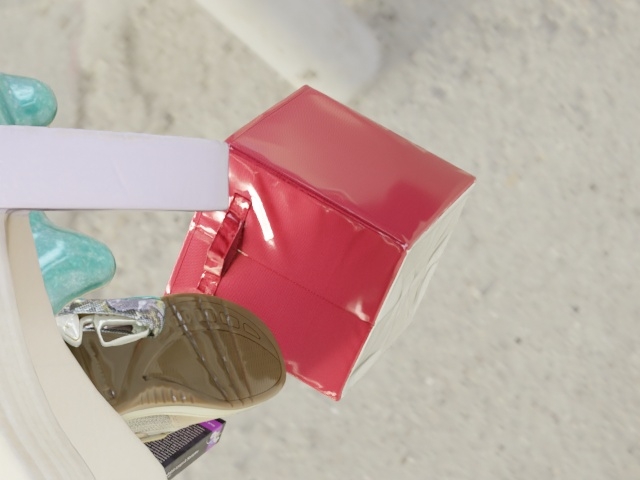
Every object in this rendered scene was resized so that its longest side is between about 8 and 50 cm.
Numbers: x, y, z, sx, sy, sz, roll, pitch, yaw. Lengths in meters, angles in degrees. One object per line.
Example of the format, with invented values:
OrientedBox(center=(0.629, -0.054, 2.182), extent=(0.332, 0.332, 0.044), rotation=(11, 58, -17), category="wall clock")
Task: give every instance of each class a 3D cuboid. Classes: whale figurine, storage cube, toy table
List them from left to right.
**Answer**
OrientedBox(center=(-0.151, 0.040, 0.655), extent=(0.252, 0.274, 0.160), rotation=(1, 90, 56), category="toy table")
OrientedBox(center=(-0.264, -0.050, 1.258), extent=(0.216, 0.141, 0.272), rotation=(-40, 74, -23), category="whale figurine")
OrientedBox(center=(0.000, 0.000, 1.694), extent=(0.193, 0.215, 0.183), rotation=(29, 120, 11), category="storage cube")

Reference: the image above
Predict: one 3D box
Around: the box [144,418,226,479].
OrientedBox(center=(-0.171, 0.169, 1.590), extent=(0.116, 0.162, 0.029), rotation=(27, 116, 17), category="box")

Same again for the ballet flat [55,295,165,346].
OrientedBox(center=(-0.175, 0.062, 1.402), extent=(0.114, 0.041, 0.041), rotation=(1, 60, -10), category="ballet flat")

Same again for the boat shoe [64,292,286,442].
OrientedBox(center=(-0.155, 0.116, 1.505), extent=(0.098, 0.302, 0.109), rotation=(-35, 73, 39), category="boat shoe")
